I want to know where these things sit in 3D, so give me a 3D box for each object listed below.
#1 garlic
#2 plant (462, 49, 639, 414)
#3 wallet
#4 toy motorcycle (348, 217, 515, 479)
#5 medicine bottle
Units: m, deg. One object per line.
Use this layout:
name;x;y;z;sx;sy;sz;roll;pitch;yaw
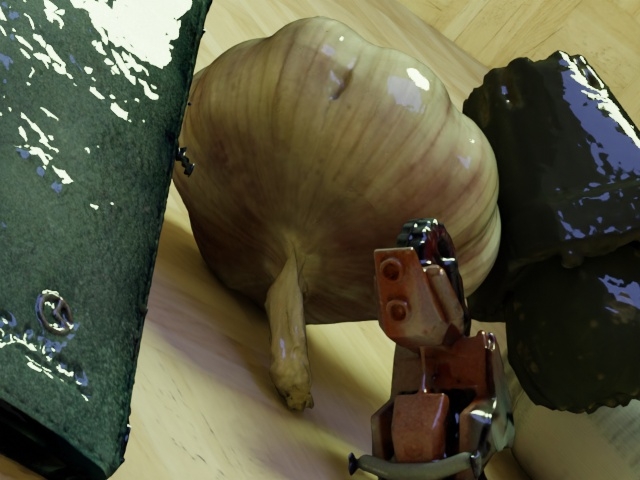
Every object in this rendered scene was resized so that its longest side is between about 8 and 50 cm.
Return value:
garlic;0.000;0.000;1.286;0.245;0.245;0.253;35;54;-25
plant;0.180;-0.003;1.376;0.164;0.142;0.256;126;-44;-68
wallet;-0.148;-0.068;0.967;0.191;0.046;0.379;33;42;-29
toy motorcycle;0.067;0.096;1.181;0.118;0.084;0.212;-28;112;-61
medicine bottle;0.227;0.136;1.483;0.165;0.165;0.273;24;21;-53
